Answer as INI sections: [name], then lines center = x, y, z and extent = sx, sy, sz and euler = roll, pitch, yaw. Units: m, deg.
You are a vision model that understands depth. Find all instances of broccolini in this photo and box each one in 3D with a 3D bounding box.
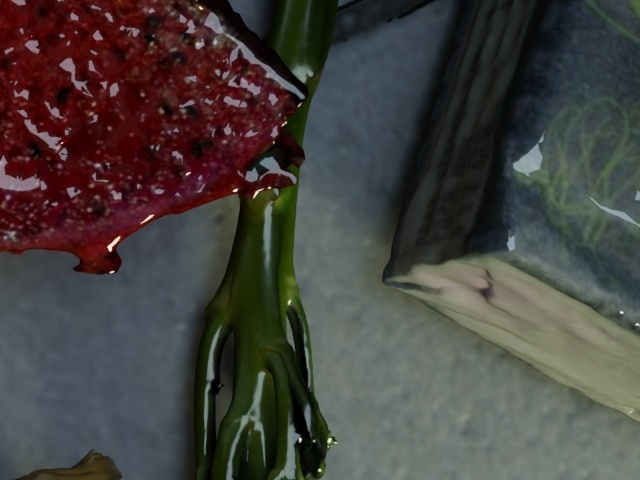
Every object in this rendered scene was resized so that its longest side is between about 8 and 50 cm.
[broccolini]
center = -0.004, 0.000, 0.703
extent = 0.078, 0.074, 0.392
euler = 5, 73, 15

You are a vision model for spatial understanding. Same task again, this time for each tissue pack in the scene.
[tissue pack]
center = 0.220, -0.101, 0.802
extent = 0.288, 0.124, 0.394
euler = 27, 69, -24

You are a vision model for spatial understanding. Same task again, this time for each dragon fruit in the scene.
[dragon fruit]
center = -0.129, -0.095, 0.604
extent = 0.261, 0.163, 0.189
euler = 39, 31, -13

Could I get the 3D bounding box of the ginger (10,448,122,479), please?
[ginger]
center = -0.161, 0.231, 0.539
extent = 0.190, 0.126, 0.354
euler = 35, 64, -8
